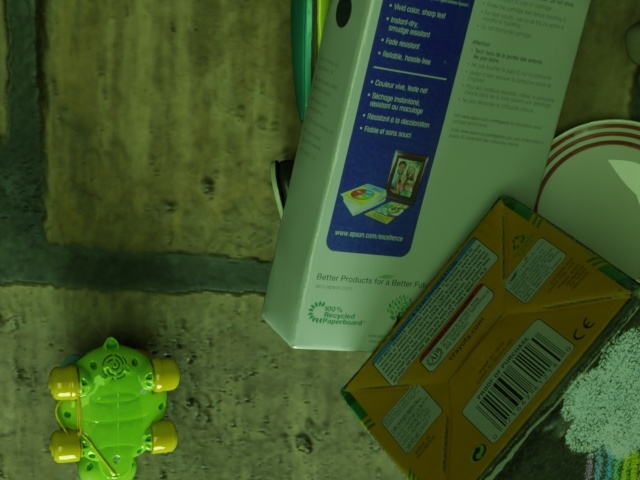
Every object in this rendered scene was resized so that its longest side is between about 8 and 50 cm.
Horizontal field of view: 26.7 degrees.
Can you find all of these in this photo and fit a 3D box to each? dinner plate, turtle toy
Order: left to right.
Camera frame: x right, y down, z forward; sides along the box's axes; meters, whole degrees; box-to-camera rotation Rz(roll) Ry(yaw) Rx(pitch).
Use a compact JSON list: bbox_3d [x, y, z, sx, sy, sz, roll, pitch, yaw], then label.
[{"bbox_3d":[-0.156,0.131,0.998,0.095,0.066,0.130,-2,107,-19],"label":"turtle toy"},{"bbox_3d":[0.205,-0.017,0.957,0.141,0.017,0.141,1,104,4],"label":"dinner plate"}]

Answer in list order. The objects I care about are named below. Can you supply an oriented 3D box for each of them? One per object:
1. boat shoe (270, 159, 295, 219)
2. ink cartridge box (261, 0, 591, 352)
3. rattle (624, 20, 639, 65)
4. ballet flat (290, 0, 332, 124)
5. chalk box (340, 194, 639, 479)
[{"bbox_3d":[0.000,-0.001,0.962,0.042,0.049,0.133,-18,109,13],"label":"boat shoe"},{"bbox_3d":[0.076,-0.086,0.893,0.165,0.065,0.332,7,107,-27],"label":"ink cartridge box"},{"bbox_3d":[0.258,-0.091,0.839,0.130,0.199,0.142,3,104,4],"label":"rattle"},{"bbox_3d":[0.011,-0.191,0.905,0.077,0.077,0.230,-9,102,-7],"label":"ballet flat"},{"bbox_3d":[0.194,0.139,0.883,0.289,0.179,0.180,38,94,-28],"label":"chalk box"}]
